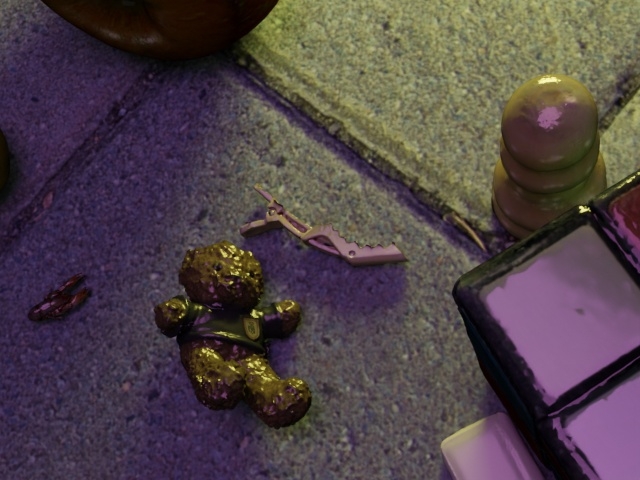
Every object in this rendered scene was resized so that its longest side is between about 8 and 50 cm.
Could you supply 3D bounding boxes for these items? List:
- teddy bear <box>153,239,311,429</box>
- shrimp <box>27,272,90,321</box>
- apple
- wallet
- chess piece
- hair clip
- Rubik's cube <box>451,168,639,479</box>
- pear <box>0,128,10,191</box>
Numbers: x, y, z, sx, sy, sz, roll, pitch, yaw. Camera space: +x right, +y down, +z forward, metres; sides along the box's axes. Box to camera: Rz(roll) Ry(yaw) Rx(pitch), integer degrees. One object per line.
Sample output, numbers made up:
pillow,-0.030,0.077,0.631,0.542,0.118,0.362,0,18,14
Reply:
teddy bear,-0.115,0.119,1.347,0.129,0.182,0.251,-45,43,38
shrimp,-0.337,0.080,1.457,0.092,0.029,0.038,-42,67,-8
apple,-0.214,-0.433,1.469,0.384,0.374,0.374,22,75,-12
wallet,0.211,0.290,1.255,0.095,0.033,0.190,-27,67,4
chess piece,0.258,-0.094,1.259,0.143,0.261,0.142,-3,72,10
hair clip,0.000,0.000,1.406,0.226,0.034,0.072,24,81,18
Rubik's cube,0.354,0.131,1.127,0.316,0.318,0.313,-31,66,0
pear,-0.494,-0.113,1.499,0.149,0.149,0.162,-39,66,-3
